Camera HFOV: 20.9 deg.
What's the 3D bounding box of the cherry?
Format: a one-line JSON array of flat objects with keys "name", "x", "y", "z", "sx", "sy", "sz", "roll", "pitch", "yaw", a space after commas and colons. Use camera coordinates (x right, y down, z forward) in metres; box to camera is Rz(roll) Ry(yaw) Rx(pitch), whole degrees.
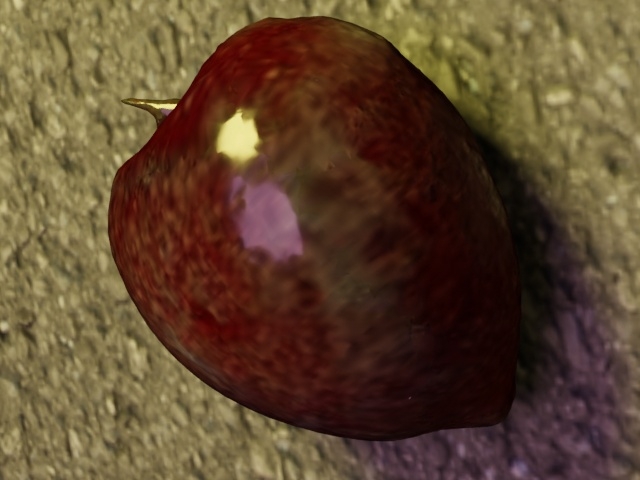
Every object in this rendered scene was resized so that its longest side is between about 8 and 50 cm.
[{"name": "cherry", "x": 0.000, "y": 0.000, "z": 1.021, "sx": 0.300, "sy": 0.203, "sz": 0.230, "roll": 45, "pitch": 122, "yaw": 6}]
